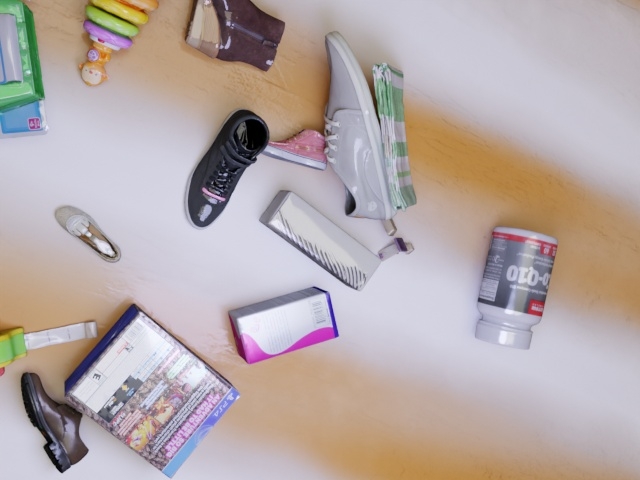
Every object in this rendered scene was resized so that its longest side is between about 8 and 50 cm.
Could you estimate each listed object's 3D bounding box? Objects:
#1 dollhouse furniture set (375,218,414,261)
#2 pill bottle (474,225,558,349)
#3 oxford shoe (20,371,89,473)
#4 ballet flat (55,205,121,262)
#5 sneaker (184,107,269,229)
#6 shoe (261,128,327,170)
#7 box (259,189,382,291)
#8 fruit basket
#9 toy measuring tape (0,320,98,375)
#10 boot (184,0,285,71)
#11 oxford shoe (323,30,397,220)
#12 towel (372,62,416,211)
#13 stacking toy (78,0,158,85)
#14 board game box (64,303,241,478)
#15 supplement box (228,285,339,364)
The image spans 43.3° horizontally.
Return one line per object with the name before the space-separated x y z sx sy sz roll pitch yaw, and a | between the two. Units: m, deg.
dollhouse furniture set | 0.158 -0.008 1.962 0.081 0.091 0.114 -29 77 26
pill bottle | 0.478 0.117 1.991 0.161 0.161 0.283 12 90 -18
oxford shoe | -0.568 0.374 1.728 0.096 0.083 0.227 -30 103 -32
ballet flat | -0.493 -0.015 1.731 0.168 0.052 0.057 40 82 -15
sneaker | -0.207 -0.159 1.764 0.104 0.147 0.296 27 86 -19
shoe | -0.060 -0.221 1.853 0.178 0.063 0.081 14 88 -23
box | 0.000 0.000 1.859 0.275 0.113 0.094 36 84 -15
fruit basket | -0.735 -0.353 1.578 0.353 0.165 0.327 -7 96 -14
toy measuring tape | -0.630 0.220 1.671 0.330 0.121 0.121 -9 96 -17
boot | -0.174 -0.514 1.779 0.207 0.090 0.248 11 104 -26
oxford shoe | 0.065 -0.240 1.816 0.130 0.169 0.449 -15 112 -1
towel | 0.178 -0.234 1.844 0.038 0.248 0.325 -7 95 15
stacking toy | -0.434 -0.464 1.689 0.175 0.166 0.302 24 101 -8
board game box | -0.364 0.320 1.746 0.291 0.141 0.232 43 81 -15
supplement box | -0.086 0.191 1.842 0.220 0.114 0.111 -15 99 -17
